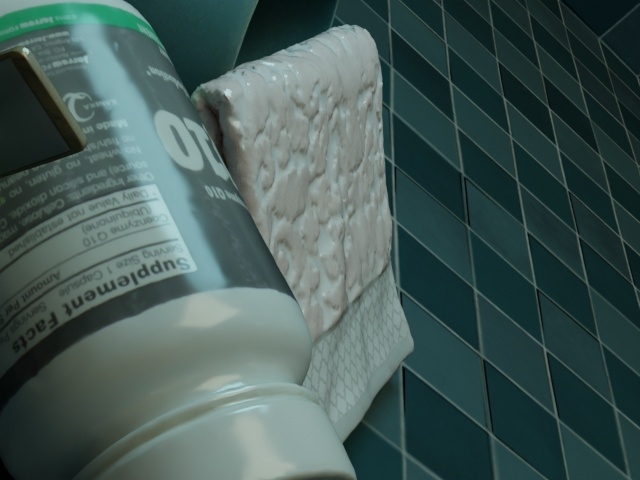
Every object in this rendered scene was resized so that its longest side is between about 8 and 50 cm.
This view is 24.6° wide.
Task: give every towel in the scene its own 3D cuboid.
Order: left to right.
[{"bbox_3d":[0.000,0.000,1.186,0.332,0.053,0.317,-40,123,-67],"label":"towel"}]

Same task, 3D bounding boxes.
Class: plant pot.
[{"bbox_3d":[-0.118,-0.189,1.243,0.195,0.290,0.290,21,22,10],"label":"plant pot"}]

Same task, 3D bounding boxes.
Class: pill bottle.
[{"bbox_3d":[-0.131,0.035,0.929,0.204,0.204,0.361,11,45,-54],"label":"pill bottle"}]

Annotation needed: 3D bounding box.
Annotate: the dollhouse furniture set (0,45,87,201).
[{"bbox_3d":[-0.233,-0.015,0.618,0.197,0.151,0.301,60,32,-25],"label":"dollhouse furniture set"}]
